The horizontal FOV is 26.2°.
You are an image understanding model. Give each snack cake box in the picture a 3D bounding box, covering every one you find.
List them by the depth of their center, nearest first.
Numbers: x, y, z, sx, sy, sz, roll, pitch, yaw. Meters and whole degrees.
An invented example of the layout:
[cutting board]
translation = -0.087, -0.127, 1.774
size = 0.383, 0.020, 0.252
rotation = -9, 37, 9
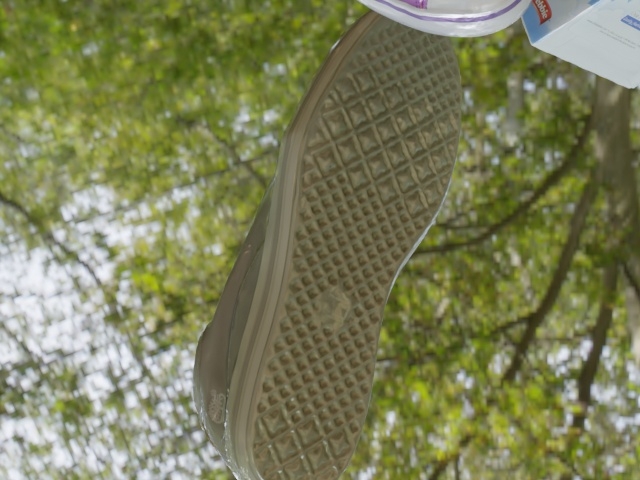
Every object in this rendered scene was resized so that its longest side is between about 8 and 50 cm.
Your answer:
[snack cake box]
translation = 0.204, -0.267, 1.105
size = 0.089, 0.152, 0.264
rotation = -32, -118, 35

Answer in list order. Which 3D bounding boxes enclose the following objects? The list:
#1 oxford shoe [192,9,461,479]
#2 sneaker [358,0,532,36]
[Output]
[oxford shoe]
translation = 0.000, 0.000, 1.180
size = 0.130, 0.169, 0.449
rotation = -3, -115, 57
[sneaker]
translation = 0.018, -0.246, 0.883
size = 0.282, 0.161, 0.102
rotation = 38, -101, 16
